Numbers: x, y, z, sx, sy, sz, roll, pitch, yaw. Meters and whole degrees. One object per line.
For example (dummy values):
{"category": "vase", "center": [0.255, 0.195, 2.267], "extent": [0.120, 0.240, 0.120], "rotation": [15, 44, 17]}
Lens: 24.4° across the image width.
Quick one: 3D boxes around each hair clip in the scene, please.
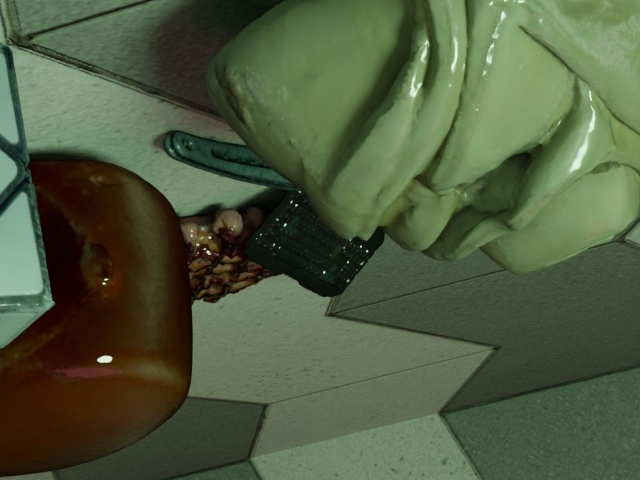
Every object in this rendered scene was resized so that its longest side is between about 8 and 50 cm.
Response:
{"category": "hair clip", "center": [-0.027, -0.066, 1.339], "extent": [0.275, 0.048, 0.083], "rotation": [1, 163, -35]}

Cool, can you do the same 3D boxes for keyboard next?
{"category": "keyboard", "center": [0.000, 0.000, 1.531], "extent": [0.106, 0.016, 0.262], "rotation": [-52, 157, 3]}

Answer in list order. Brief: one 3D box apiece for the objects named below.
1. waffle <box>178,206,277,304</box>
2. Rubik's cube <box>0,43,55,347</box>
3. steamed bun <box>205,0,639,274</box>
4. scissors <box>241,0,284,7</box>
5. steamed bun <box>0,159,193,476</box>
{"category": "waffle", "center": [-0.122, 0.018, 1.536], "extent": [0.221, 0.056, 0.234], "rotation": [-23, 164, 24]}
{"category": "Rubik's cube", "center": [-0.328, -0.011, 1.030], "extent": [0.207, 0.205, 0.205], "rotation": [1, 159, -34]}
{"category": "steamed bun", "center": [0.117, -0.089, 1.035], "extent": [0.309, 0.220, 0.324], "rotation": [-29, 163, 35]}
{"category": "scissors", "center": [-0.105, -0.178, 0.961], "extent": [0.109, 0.022, 0.300], "rotation": [-22, 162, 41]}
{"category": "steamed bun", "center": [-0.254, 0.084, 1.332], "extent": [0.248, 0.235, 0.379], "rotation": [10, 153, -42]}
